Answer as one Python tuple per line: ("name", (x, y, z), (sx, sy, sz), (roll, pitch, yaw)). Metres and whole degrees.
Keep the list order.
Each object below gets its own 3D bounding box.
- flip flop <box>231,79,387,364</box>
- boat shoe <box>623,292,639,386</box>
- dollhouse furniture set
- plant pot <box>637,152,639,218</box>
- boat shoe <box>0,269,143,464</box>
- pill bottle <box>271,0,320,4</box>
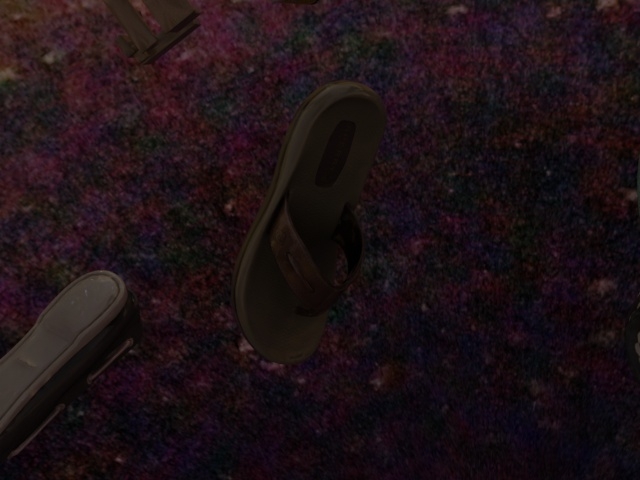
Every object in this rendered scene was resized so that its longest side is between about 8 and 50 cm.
("flip flop", (0.000, 0.000, 0.571), (0.112, 0.277, 0.080), (2, 28, -38))
("boat shoe", (0.225, 0.107, 0.206), (0.091, 0.114, 0.302), (-17, 39, -34))
("dollhouse furniture set", (-0.277, -0.373, 1.030), (0.144, 0.123, 0.151), (-34, 13, 11))
("plant pot", (0.379, -0.024, 0.359), (0.293, 0.235, 0.293), (-32, 47, 43))
("boat shoe", (-0.320, 0.174, 0.687), (0.112, 0.095, 0.335), (24, 56, 33))
("pill bottle", (-0.050, -0.394, 0.978), (0.116, 0.065, 0.065), (-14, 42, -42))
